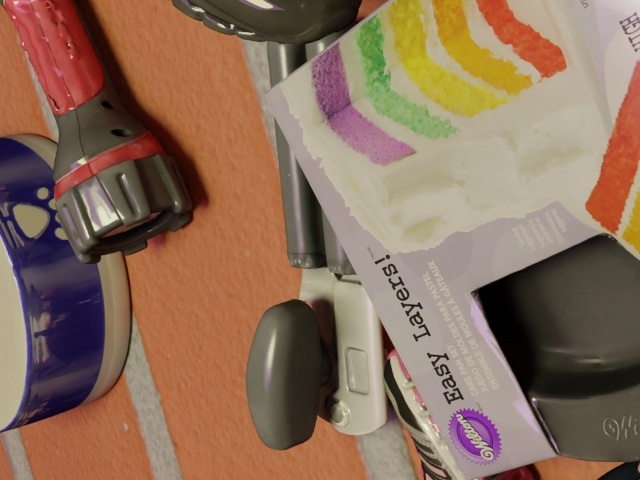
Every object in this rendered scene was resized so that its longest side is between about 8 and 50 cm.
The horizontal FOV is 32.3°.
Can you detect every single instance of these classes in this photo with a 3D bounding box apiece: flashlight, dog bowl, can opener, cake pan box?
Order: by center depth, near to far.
[{"bbox_3d":[0.121,-0.020,0.565,0.246,0.070,0.266,-27,89,45],"label":"cake pan box"},{"bbox_3d":[0.000,0.000,0.713,0.074,0.093,0.280,7,102,44],"label":"can opener"},{"bbox_3d":[-0.204,-0.136,0.868,0.103,0.103,0.304,-35,78,48],"label":"flashlight"},{"bbox_3d":[-0.293,0.039,1.016,0.265,0.104,0.264,17,115,42],"label":"dog bowl"}]

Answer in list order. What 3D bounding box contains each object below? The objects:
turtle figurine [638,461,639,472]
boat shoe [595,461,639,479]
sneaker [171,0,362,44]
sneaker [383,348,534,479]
[{"bbox_3d":[0.230,-0.011,0.328,0.198,0.266,0.274,25,120,39],"label":"turtle figurine"},{"bbox_3d":[0.217,0.135,0.520,0.258,0.089,0.109,-42,72,45],"label":"boat shoe"},{"bbox_3d":[-0.070,-0.230,0.584,0.286,0.109,0.130,55,158,11],"label":"sneaker"},{"bbox_3d":[0.083,0.146,0.685,0.075,0.063,0.170,-43,75,38],"label":"sneaker"}]
